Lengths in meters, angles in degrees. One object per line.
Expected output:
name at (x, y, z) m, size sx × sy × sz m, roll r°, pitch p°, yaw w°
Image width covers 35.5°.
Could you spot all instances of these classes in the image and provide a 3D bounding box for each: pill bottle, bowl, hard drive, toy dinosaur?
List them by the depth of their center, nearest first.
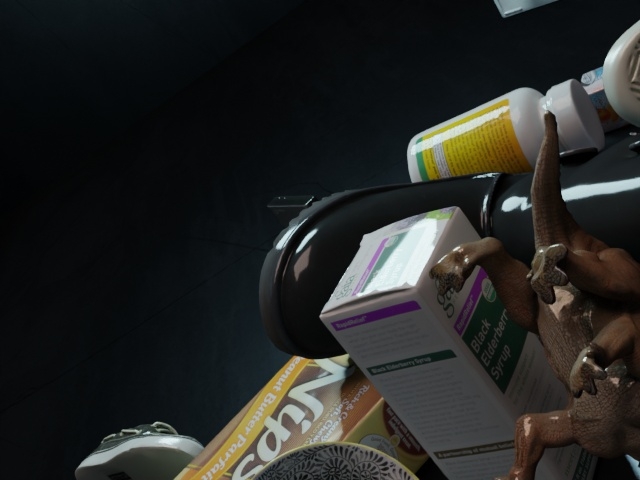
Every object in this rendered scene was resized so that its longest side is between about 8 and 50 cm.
toy dinosaur at (0.197, 0.069, 0.656) m, size 0.200 × 0.296 × 0.127 m, roll 0°, pitch -24°, yaw -35°
bowl at (0.010, 0.250, 0.777) m, size 0.170 × 0.170 × 0.080 m, roll -48°, pitch -19°, yaw -25°
pill bottle at (0.216, -0.107, 1.167) m, size 0.208 × 0.118 × 0.118 m, roll -23°, pitch 26°, yaw 30°
hard drive at (0.000, 0.000, 1.246) m, size 0.022 × 0.135 × 0.094 m, roll -47°, pitch 24°, yaw -23°

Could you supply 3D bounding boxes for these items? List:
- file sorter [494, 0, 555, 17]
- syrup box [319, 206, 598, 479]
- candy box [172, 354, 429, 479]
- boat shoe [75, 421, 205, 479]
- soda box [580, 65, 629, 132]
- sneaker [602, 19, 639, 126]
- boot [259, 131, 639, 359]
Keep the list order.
file sorter at (0.351, -0.548, 1.637) m, size 0.192 × 0.278 × 0.173 m, roll -7°, pitch 32°, yaw 50°
syrup box at (0.113, 0.099, 0.754) m, size 0.096 × 0.237 × 0.093 m, roll -18°, pitch 28°, yaw 39°
candy box at (-0.047, 0.236, 0.914) m, size 0.316 × 0.088 × 0.183 m, roll -44°, pitch 23°, yaw -19°
boat shoe at (-0.199, 0.241, 1.140) m, size 0.219 × 0.078 × 0.070 m, roll -18°, pitch 30°, yaw 41°
soda box at (0.392, -0.188, 1.147) m, size 0.183 × 0.058 × 0.063 m, roll -19°, pitch 28°, yaw 35°
sneaker at (0.404, -0.183, 0.978) m, size 0.350 × 0.131 × 0.148 m, roll -17°, pitch 6°, yaw -17°
boot at (0.211, -0.004, 0.831) m, size 0.367 × 0.146 × 0.445 m, roll -25°, pitch 14°, yaw -38°
